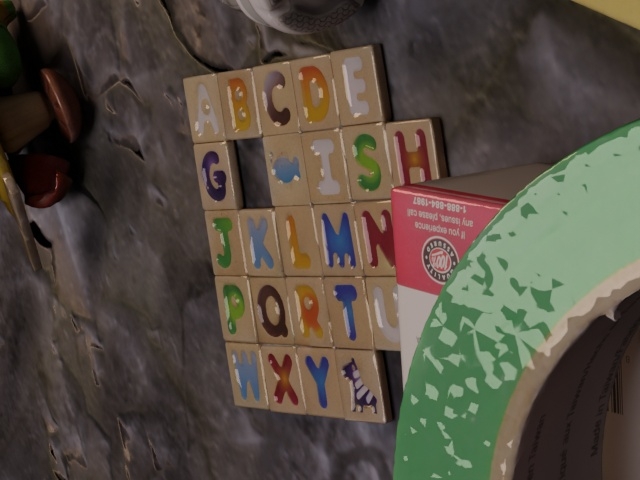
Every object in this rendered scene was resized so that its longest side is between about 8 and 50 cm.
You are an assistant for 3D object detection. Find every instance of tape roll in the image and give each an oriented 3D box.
[{"bbox_3d":[0.177,0.103,0.623,0.321,0.077,0.321,10,108,35],"label":"tape roll"}]

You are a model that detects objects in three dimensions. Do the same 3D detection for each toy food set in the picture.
[{"bbox_3d":[-0.202,-0.090,1.255,0.218,0.071,0.128,59,166,31],"label":"toy food set"}]

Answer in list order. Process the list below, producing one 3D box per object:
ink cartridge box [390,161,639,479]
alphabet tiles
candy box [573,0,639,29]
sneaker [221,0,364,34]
[{"bbox_3d":[0.115,0.085,0.793,0.158,0.092,0.218,13,109,53],"label":"ink cartridge box"},{"bbox_3d":[0.000,0.000,1.018,0.237,0.009,0.198,-2,98,57],"label":"alphabet tiles"},{"bbox_3d":[0.090,-0.206,0.742,0.316,0.087,0.183,34,127,48],"label":"candy box"},{"bbox_3d":[-0.052,-0.242,0.931,0.115,0.105,0.281,12,111,55],"label":"sneaker"}]
